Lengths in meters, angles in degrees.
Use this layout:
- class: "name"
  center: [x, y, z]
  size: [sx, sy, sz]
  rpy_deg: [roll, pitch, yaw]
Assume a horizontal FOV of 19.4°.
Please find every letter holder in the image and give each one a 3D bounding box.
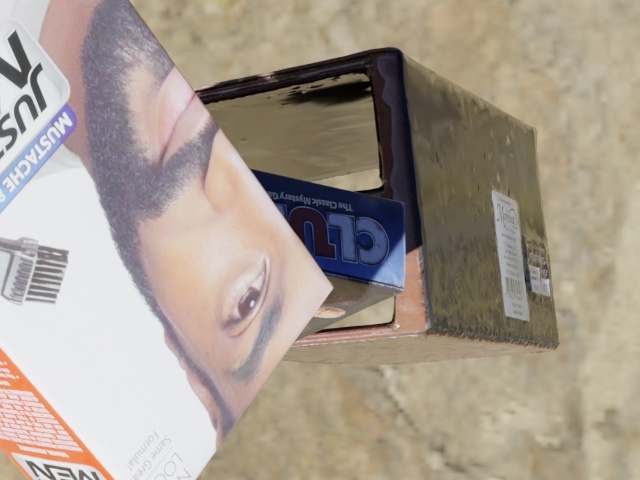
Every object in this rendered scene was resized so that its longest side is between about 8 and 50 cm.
- class: "letter holder"
  center: [0.000, 0.000, 1.129]
  size: [0.302, 0.214, 0.152]
  rpy_deg: [14, 69, -69]

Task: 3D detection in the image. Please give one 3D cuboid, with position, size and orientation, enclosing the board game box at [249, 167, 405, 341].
- class: "board game box"
  center: [-0.098, 0.024, 0.839]
  size: [0.165, 0.243, 0.042]
  rpy_deg: [11, 67, -31]

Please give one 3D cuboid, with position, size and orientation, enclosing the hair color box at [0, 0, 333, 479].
- class: "hair color box"
  center: [-0.077, -0.014, 0.492]
  size: [0.093, 0.053, 0.167]
  rpy_deg: [-54, 126, -28]
